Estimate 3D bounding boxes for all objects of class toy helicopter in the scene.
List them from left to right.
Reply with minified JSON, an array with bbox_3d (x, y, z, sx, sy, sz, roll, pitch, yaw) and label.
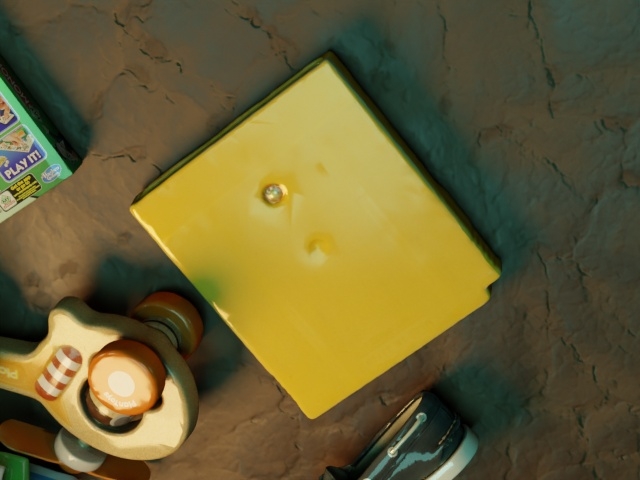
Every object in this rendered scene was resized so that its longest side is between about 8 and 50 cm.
[{"bbox_3d":[-0.307,0.165,1.982,0.355,0.140,0.235,12,121,14],"label":"toy helicopter"}]

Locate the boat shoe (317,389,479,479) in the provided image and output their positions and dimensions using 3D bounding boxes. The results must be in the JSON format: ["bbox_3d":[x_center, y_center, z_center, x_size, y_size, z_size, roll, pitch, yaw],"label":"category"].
[{"bbox_3d":[0.039,0.286,1.978,0.302,0.114,0.091,-42,101,7],"label":"boat shoe"}]

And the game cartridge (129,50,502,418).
[{"bbox_3d":[0.000,0.000,1.907,0.285,0.052,0.323,-35,105,17],"label":"game cartridge"}]

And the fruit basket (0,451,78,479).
[{"bbox_3d":[-0.450,0.385,1.914,0.327,0.353,0.165,18,150,-15],"label":"fruit basket"}]

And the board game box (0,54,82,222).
[{"bbox_3d":[-0.453,-0.083,1.931,0.317,0.046,0.213,-32,104,17],"label":"board game box"}]
